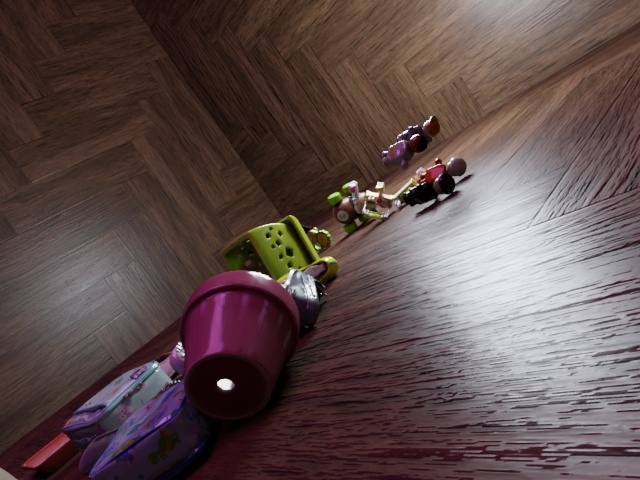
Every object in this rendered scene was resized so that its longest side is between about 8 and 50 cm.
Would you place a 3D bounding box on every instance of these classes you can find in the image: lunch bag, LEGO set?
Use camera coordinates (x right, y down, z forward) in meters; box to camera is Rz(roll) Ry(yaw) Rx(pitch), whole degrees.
[{"bbox_3d":[-0.254,0.309,0.800,0.176,0.090,0.219,-34,6,-3],"label":"lunch bag"},{"bbox_3d":[0.232,-0.140,1.659,0.287,0.132,0.107,-7,35,23],"label":"LEGO set"},{"bbox_3d":[-0.498,0.413,1.243,0.279,0.108,0.224,-30,8,42],"label":"lunch bag"}]

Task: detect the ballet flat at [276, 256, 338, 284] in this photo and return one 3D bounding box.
[{"bbox_3d":[-0.059,0.111,1.339,0.231,0.077,0.077,-31,-10,11],"label":"ballet flat"}]

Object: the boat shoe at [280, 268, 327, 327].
[{"bbox_3d":[-0.038,0.134,1.137,0.099,0.116,0.319,9,3,4],"label":"boat shoe"}]

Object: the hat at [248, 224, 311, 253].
[{"bbox_3d":[-0.168,0.045,2.250,0.331,0.134,0.331,-21,-8,-3],"label":"hat"}]

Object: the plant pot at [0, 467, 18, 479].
[{"bbox_3d":[-0.954,0.712,1.454,0.109,0.096,0.109,-38,6,-21],"label":"plant pot"}]

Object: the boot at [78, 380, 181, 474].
[{"bbox_3d":[-0.375,0.384,1.037,0.208,0.076,0.189,-39,0,35],"label":"boot"}]

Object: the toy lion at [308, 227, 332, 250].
[{"bbox_3d":[0.000,0.000,1.957,0.034,0.096,0.100,-41,-32,-45],"label":"toy lion"}]

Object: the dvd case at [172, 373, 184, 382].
[{"bbox_3d":[-0.343,0.346,1.389,0.119,0.013,0.087,-33,6,27],"label":"dvd case"}]

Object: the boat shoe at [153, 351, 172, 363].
[{"bbox_3d":[-0.515,0.410,1.644,0.152,0.056,0.049,-29,-26,8],"label":"boat shoe"}]

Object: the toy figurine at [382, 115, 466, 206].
[{"bbox_3d":[0.297,-0.222,1.423,0.148,0.209,0.213,-22,13,40],"label":"toy figurine"}]

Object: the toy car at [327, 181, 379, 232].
[{"bbox_3d":[0.144,-0.122,1.848,0.149,0.155,0.188,-37,19,-22],"label":"toy car"}]

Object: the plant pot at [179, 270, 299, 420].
[{"bbox_3d":[-0.135,0.176,0.812,0.201,0.201,0.180,-33,22,13],"label":"plant pot"}]

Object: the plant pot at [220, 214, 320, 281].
[{"bbox_3d":[-0.147,0.060,1.605,0.207,0.228,0.227,-32,2,-37],"label":"plant pot"}]

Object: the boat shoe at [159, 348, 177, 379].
[{"bbox_3d":[-0.447,0.389,1.505,0.206,0.075,0.065,-44,-34,-27],"label":"boat shoe"}]

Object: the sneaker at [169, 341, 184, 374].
[{"bbox_3d":[-0.226,0.248,0.996,0.095,0.090,0.235,-46,-21,5],"label":"sneaker"}]

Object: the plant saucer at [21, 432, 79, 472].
[{"bbox_3d":[-0.714,0.574,1.468,0.258,0.048,0.259,-40,7,-41],"label":"plant saucer"}]
